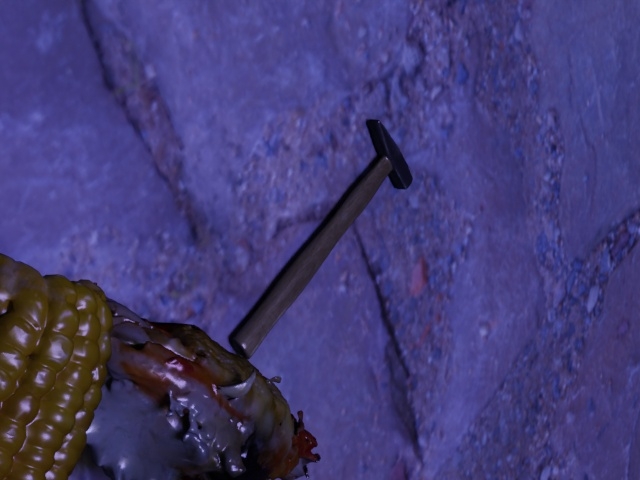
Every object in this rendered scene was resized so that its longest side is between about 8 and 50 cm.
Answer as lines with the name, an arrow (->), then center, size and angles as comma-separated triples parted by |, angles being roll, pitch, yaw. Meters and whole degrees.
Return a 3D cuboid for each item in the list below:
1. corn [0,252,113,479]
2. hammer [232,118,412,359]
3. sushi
corn -> -0.203, 0.163, 0.559 | 0.131, 0.131, 0.344 | 34, 71, -46
hammer -> 0.000, 0.000, 0.846 | 0.199, 0.013, 0.062 | -52, 131, -30
sushi -> -0.072, 0.104, 0.717 | 0.226, 0.097, 0.103 | 33, 71, -44
